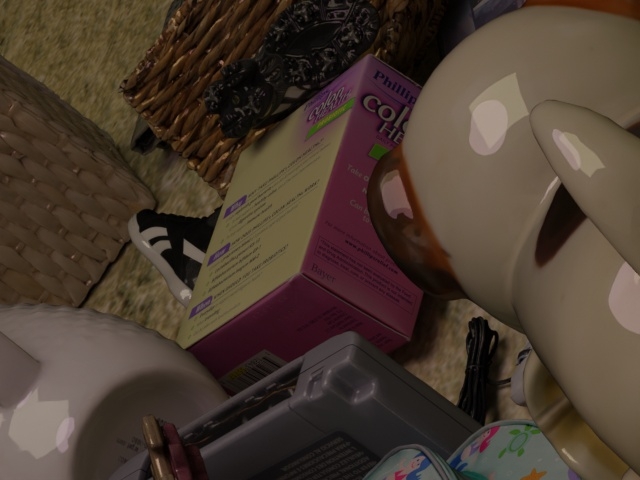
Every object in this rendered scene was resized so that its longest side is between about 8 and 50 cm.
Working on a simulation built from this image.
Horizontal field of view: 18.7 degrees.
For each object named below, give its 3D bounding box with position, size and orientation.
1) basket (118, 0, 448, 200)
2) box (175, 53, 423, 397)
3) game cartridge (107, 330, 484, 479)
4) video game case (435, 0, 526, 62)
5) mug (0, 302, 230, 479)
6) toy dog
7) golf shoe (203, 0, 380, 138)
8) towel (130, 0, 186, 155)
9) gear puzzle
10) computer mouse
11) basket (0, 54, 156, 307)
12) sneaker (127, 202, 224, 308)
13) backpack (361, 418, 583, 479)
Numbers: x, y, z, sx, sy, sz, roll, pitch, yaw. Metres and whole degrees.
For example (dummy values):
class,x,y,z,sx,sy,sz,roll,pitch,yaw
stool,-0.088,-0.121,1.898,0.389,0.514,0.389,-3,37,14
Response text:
class,x,y,z,sx,sy,sz,roll,pitch,yaw
basket,-0.007,-0.196,1.912,0.299,0.213,0.223,-49,-7,24
box,0.000,0.000,1.687,0.213,0.117,0.243,-35,31,48
game cartridge,-0.001,0.183,1.387,0.297,0.198,0.062,-33,32,41
video game case,0.187,-0.207,1.768,0.196,0.026,0.274,-41,27,24
mug,-0.250,0.158,1.597,0.328,0.374,0.276,-6,46,53
toy dog,0.184,0.018,1.088,0.284,0.395,0.408,-57,33,12
golf shoe,-0.014,-0.163,1.748,0.198,0.077,0.094,-29,-9,34
towel,-0.103,-0.273,2.276,0.312,0.056,0.324,-44,23,34
gear puzzle,-0.065,0.270,1.348,0.044,0.339,0.175,-16,53,-9
computer mouse,0.163,0.083,1.420,0.193,0.042,0.106,-23,38,47
basket,-0.424,-0.049,2.248,0.328,0.331,0.266,-53,27,1
sneaker,-0.113,-0.005,1.970,0.121,0.079,0.217,-48,34,3
backpack,0.095,0.234,1.194,0.253,0.191,0.225,-43,26,11
